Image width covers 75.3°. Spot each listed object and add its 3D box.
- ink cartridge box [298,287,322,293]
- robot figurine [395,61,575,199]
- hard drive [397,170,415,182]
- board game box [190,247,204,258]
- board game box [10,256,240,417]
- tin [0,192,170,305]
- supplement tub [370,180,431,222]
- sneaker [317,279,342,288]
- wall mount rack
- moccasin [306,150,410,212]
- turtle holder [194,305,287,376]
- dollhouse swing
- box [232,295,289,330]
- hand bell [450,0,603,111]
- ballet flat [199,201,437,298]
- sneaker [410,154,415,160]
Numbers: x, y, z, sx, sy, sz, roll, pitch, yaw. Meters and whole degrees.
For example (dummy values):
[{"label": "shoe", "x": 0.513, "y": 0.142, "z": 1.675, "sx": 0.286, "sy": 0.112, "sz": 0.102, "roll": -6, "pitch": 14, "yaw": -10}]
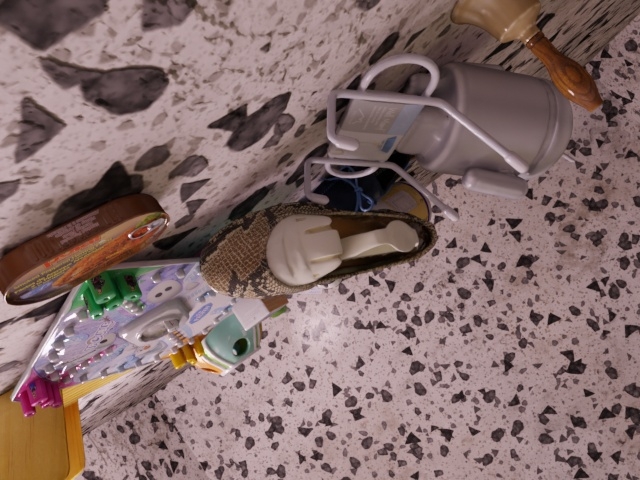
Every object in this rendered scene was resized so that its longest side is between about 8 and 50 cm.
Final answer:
[{"label": "ink cartridge box", "x": -0.099, "y": 0.112, "z": 1.253, "sx": 0.207, "sy": 0.097, "sz": 0.046, "roll": 0, "pitch": 137, "yaw": -6}, {"label": "robot figurine", "x": 0.318, "y": -0.221, "z": 0.795, "sx": 0.353, "sy": 0.300, "sz": 0.200, "roll": 5, "pitch": 162, "yaw": -12}, {"label": "hard drive", "x": 0.369, "y": -0.258, "z": 1.864, "sx": 0.094, "sy": 0.022, "sz": 0.135, "roll": -36, "pitch": 173, "yaw": -7}, {"label": "board game box", "x": -0.277, "y": 0.107, "z": 0.944, "sx": 0.316, "sy": 0.064, "sz": 0.242, "roll": -38, "pitch": 173, "yaw": 8}, {"label": "board game box", "x": -0.311, "y": 0.172, "z": 0.798, "sx": 0.390, "sy": 0.050, "sz": 0.390, "roll": -46, "pitch": 156, "yaw": 27}, {"label": "tin", "x": -0.269, "y": 0.007, "z": 0.480, "sx": 0.189, "sy": 0.040, "sz": 0.106, "roll": -33, "pitch": 176, "yaw": -25}, {"label": "supplement tub", "x": 0.258, "y": -0.076, "z": 1.626, "sx": 0.331, "sy": 0.241, "sz": 0.241, "roll": -31, "pitch": 171, "yaw": -40}, {"label": "sneaker", "x": -0.069, "y": 0.074, "z": 1.007, "sx": 0.234, "sy": 0.078, "sz": 0.106, "roll": -5, "pitch": 152, "yaw": 14}, {"label": "wall mount rack", "x": 0.137, "y": -0.135, "z": 0.694, "sx": 0.304, "sy": 0.131, "sz": 0.350, "roll": 2, "pitch": 162, "yaw": -11}, {"label": "moccasin", "x": 0.087, "y": -0.134, "z": 0.964, "sx": 0.342, "sy": 0.138, "sz": 0.117, "roll": -48, "pitch": -168, "yaw": -32}, {"label": "turtle holder", "x": -0.278, "y": 0.260, "z": 1.257, "sx": 0.243, "sy": 0.227, "sz": 0.320, "roll": -42, "pitch": 171, "yaw": 31}, {"label": "dollhouse swing", "x": -0.536, "y": 0.430, "z": 0.974, "sx": 0.304, "sy": 0.315, "sz": 0.347, "roll": -9, "pitch": 158, "yaw": -29}, {"label": "box", "x": -0.187, "y": 0.135, "z": 1.122, "sx": 0.091, "sy": 0.170, "sz": 0.130, "roll": -38, "pitch": 173, "yaw": 18}, {"label": "hand bell", "x": 0.317, "y": -0.282, "z": 0.598, "sx": 0.126, "sy": 0.242, "sz": 0.126, "roll": -37, "pitch": 173, "yaw": -5}, {"label": "ballet flat", "x": 0.035, "y": 0.003, "z": 0.758, "sx": 0.482, "sy": 0.164, "sz": 0.182, "roll": -7, "pitch": -179, "yaw": -36}, {"label": "sneaker", "x": 0.305, "y": -0.291, "z": 1.177, "sx": 0.192, "sy": 0.064, "sz": 0.086, "roll": -43, "pitch": 166, "yaw": 18}]
